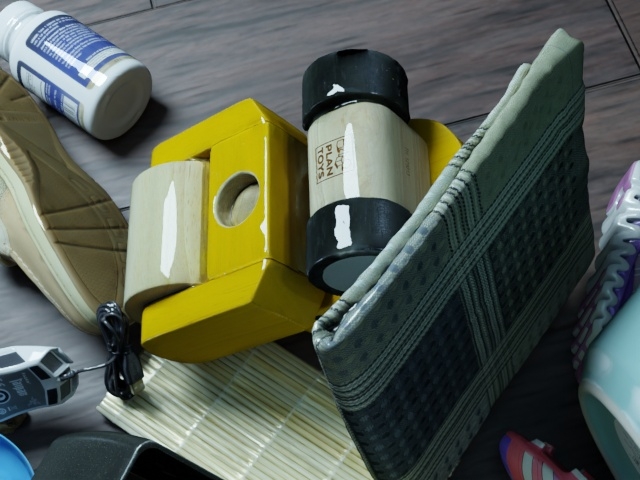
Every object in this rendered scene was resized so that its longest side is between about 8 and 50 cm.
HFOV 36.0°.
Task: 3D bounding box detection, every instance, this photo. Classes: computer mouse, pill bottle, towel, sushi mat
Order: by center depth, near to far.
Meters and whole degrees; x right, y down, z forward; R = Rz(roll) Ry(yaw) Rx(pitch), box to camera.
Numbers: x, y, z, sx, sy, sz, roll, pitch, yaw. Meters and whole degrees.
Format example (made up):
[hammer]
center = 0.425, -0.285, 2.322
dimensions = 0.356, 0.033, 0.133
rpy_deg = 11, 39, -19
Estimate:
[towel]
center = 0.121, 0.037, 0.798
dimensions = 0.056, 0.312, 0.324
rpy_deg = 27, 66, 32
[computer mouse]
center = -0.259, 0.118, 0.896
dimensions = 0.192, 0.106, 0.042
rpy_deg = -13, 39, -2
[sushi mat]
center = -0.044, 0.179, 0.916
dimensions = 0.316, 0.019, 0.151
rpy_deg = 30, 71, 16
[pill bottle]
center = -0.272, -0.189, 1.063
dimensions = 0.169, 0.094, 0.094
rpy_deg = 35, 72, 18

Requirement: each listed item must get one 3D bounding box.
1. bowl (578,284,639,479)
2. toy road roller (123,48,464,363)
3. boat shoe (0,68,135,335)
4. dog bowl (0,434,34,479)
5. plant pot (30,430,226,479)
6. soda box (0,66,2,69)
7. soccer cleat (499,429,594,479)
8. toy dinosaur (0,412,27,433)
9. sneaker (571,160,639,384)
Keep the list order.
[bowl]
center = 0.315, 0.150, 0.755
dimensions = 0.163, 0.311, 0.312
rpy_deg = -30, 66, -1
[toy road roller]
center = 0.000, 0.000, 0.919
dimensions = 0.329, 0.240, 0.203
rpy_deg = -19, 58, 30
[boat shoe]
center = -0.293, -0.029, 0.992
dimensions = 0.110, 0.121, 0.341
rpy_deg = -46, 65, 22
[dog bowl]
center = -0.387, 0.236, 0.860
dimensions = 0.297, 0.074, 0.166
rpy_deg = 9, 70, -1
[plant pot]
center = -0.158, 0.253, 0.782
dimensions = 0.167, 0.187, 0.188
rpy_deg = 12, 69, 50
[soda box]
center = -0.462, -0.225, 1.104
dimensions = 0.216, 0.074, 0.069
rpy_deg = 30, 70, 17
[soccer cleat]
center = 0.228, 0.267, 0.826
dimensions = 0.095, 0.083, 0.248
rpy_deg = -47, 66, 5
[toy dinosaur]
center = -0.388, 0.150, 0.929
dimensions = 0.211, 0.064, 0.112
rpy_deg = -3, 66, 3
[sneaker]
center = 0.307, 0.040, 0.922
dimensions = 0.104, 0.095, 0.237
rpy_deg = 22, 67, 5
